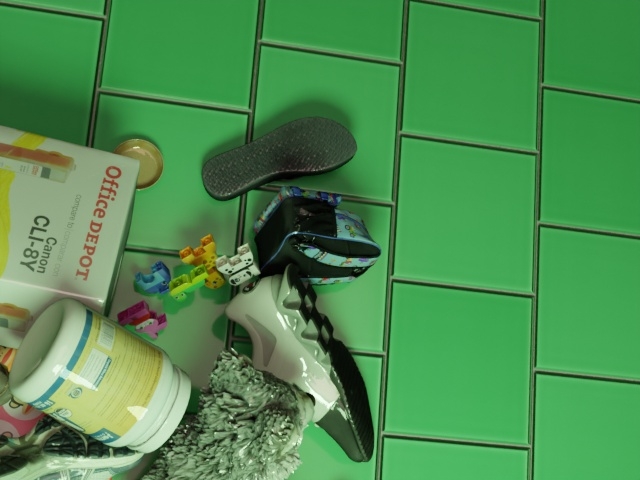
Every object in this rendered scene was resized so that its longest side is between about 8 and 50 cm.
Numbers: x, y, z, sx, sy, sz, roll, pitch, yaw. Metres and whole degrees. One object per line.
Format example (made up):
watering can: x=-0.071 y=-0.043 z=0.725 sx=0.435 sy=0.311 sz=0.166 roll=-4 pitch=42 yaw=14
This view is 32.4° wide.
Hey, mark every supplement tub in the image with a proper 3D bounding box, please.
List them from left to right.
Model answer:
supplement tub: x=-0.283 y=0.179 z=1.431 sx=0.200 sy=0.144 sz=0.144 roll=35 pitch=71 yaw=-27

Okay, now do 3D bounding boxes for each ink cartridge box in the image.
ink cartridge box: x=-0.469 y=-0.017 z=1.552 sx=0.385 sy=0.160 sz=0.279 roll=14 pitch=48 yaw=-9

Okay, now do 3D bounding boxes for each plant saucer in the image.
plant saucer: x=-0.289 y=-0.118 z=1.737 sx=0.083 sy=0.015 sz=0.083 roll=3 pitch=76 yaw=-12

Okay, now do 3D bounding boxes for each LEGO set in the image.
LEGO set: x=-0.191 y=0.067 z=1.678 sx=0.227 sy=0.093 sz=0.087 roll=-28 pitch=46 yaw=9

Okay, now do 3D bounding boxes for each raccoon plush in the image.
raccoon plush: x=-0.178 y=0.354 z=1.457 sx=0.216 sy=0.299 sz=0.446 roll=33 pitch=58 yaw=15

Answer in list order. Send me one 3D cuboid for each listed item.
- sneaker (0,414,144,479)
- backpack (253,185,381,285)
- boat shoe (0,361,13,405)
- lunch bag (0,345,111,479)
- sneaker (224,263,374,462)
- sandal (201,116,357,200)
sneaker: x=-0.369 y=0.309 z=1.471 sx=0.283 sy=0.122 sz=0.110 roll=-6 pitch=34 yaw=-34
backpack: x=0.000 y=0.000 z=1.704 sx=0.173 sy=0.158 sz=0.117 roll=7 pitch=57 yaw=-24
boat shoe: x=-0.552 y=0.183 z=1.498 sx=0.096 sy=0.324 sz=0.116 roll=54 pitch=43 yaw=-39
lunch bag: x=-0.411 y=0.310 z=1.556 sx=0.258 sy=0.120 sz=0.293 roll=32 pitch=72 yaw=-4
sneaker: x=-0.031 y=0.203 z=1.673 sx=0.146 sy=0.122 sz=0.330 roll=-24 pitch=102 yaw=17
sandal: x=-0.068 y=-0.132 z=1.776 sx=0.255 sy=0.054 sz=0.097 roll=-15 pitch=73 yaw=-5
